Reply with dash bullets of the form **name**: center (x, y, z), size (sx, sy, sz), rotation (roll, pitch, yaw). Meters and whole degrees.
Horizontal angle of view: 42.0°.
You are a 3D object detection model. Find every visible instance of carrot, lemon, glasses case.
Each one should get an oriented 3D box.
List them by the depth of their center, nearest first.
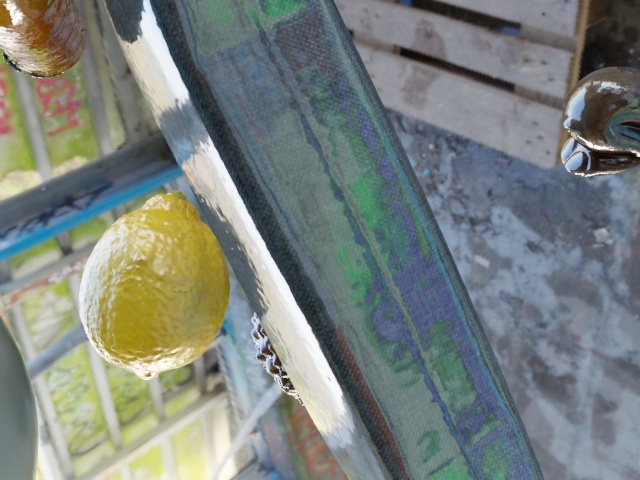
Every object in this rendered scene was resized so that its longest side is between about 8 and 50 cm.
- **carrot**: center (-0.137, -0.106, 0.379), size (0.048, 0.048, 0.139), rotation (64, 173, -7)
- **glasses case**: center (0.000, 0.000, 0.386), size (0.323, 0.074, 0.131), rotation (64, 167, -14)
- **lemon**: center (-0.156, 0.042, 0.802), size (0.142, 0.142, 0.187), rotation (6, 84, 51)

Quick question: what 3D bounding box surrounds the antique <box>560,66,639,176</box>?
- **antique**: center (0.460, -0.191, 1.157), size (0.143, 0.257, 0.121), rotation (70, -171, -45)

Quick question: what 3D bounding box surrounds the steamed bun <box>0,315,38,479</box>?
- **steamed bun**: center (-0.334, 0.093, 0.427), size (0.374, 0.334, 0.334), rotation (34, 142, 7)

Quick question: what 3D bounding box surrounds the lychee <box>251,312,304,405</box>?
- **lychee**: center (0.022, 0.098, 0.959), size (0.200, 0.238, 0.200), rotation (0, 91, 39)
